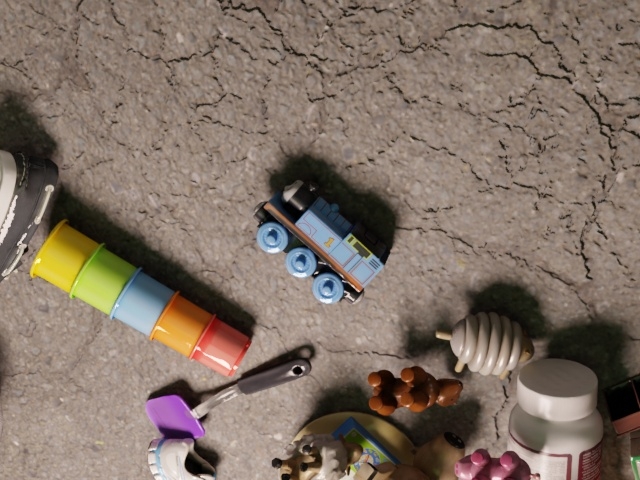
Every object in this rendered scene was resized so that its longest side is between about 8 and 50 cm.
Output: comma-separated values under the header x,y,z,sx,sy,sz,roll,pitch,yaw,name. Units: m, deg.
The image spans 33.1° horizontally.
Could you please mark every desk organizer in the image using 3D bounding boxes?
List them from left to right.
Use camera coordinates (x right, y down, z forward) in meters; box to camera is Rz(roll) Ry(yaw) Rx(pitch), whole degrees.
x,y,z,sx,sy,sz,roll,pitch,yaw,name
0.428,0.197,1.376,0.130,0.047,0.050,-29,100,25,desk organizer

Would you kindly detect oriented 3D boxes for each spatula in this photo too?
x,y,z,sx,sy,sz,roll,pitch,yaw,name
-0.135,0.225,1.559,0.296,0.030,0.084,-26,106,24,spatula

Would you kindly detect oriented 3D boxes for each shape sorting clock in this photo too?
x,y,z,sx,sy,sz,roll,pitch,yaw,name
0.048,0.341,1.550,0.206,0.040,0.206,2,109,6,shape sorting clock

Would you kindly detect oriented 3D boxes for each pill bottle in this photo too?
x,y,z,sx,sy,sz,roll,pitch,yaw,name
0.305,0.274,1.402,0.121,0.121,0.221,4,113,15,pill bottle

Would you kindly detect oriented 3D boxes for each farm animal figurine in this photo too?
x,y,z,sx,sy,sz,roll,pitch,yaw,name
0.137,0.343,1.415,0.326,0.172,0.330,-38,64,15,farm animal figurine

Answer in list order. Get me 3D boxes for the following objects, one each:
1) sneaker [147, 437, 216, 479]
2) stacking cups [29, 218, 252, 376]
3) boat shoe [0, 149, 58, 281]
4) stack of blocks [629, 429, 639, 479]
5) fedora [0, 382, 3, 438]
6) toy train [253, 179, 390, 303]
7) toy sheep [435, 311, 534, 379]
x,y,z,sx,sy,sz,roll,pitch,yaw,name
-0.187,0.378,1.615,0.082,0.071,0.191,-15,110,22,sneaker
-0.244,0.086,1.509,0.316,0.096,0.096,29,118,-4,stacking cups
-0.454,0.006,1.517,0.302,0.091,0.114,-55,47,33,boat shoe
0.545,0.266,1.348,0.297,0.087,0.171,-12,109,21,stack of blocks
-0.593,0.260,1.653,0.243,0.124,0.275,34,109,-3,fedora
0.000,0.000,1.400,0.184,0.080,0.105,43,108,-2,toy train
0.213,0.134,1.389,0.132,0.091,0.091,7,116,-7,toy sheep
